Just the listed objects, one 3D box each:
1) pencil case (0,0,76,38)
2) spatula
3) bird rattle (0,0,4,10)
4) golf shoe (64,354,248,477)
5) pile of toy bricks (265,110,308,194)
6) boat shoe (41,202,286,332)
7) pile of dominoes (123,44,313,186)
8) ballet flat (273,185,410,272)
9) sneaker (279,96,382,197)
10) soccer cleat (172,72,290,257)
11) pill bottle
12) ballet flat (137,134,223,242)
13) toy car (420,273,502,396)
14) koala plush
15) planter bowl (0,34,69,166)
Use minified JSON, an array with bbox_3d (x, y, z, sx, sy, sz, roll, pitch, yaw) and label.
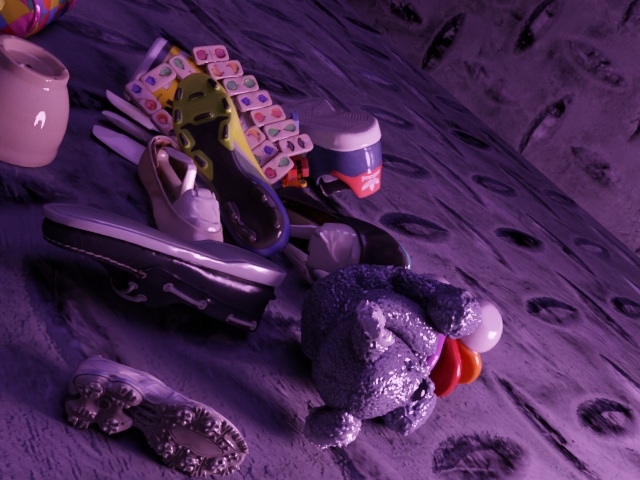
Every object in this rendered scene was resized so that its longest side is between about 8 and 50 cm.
[{"bbox_3d":[-0.458,-0.387,1.518,0.104,0.104,0.236,33,19,-9],"label":"pencil case"},{"bbox_3d":[-0.226,-0.129,1.440,0.242,0.019,0.168,32,19,-21],"label":"spatula"},{"bbox_3d":[-0.528,-0.283,1.210,0.206,0.143,0.253,25,33,4],"label":"bird rattle"},{"bbox_3d":[-0.144,0.152,0.883,0.176,0.069,0.086,31,15,-17],"label":"golf shoe"},{"bbox_3d":[-0.081,-0.133,1.584,0.105,0.118,0.212,-5,42,-5],"label":"pile of toy bricks"},{"bbox_3d":[-0.171,0.036,1.052,0.302,0.091,0.114,19,7,-34],"label":"boat shoe"},{"bbox_3d":[-0.141,-0.189,1.447,0.251,0.040,0.196,48,56,-1],"label":"pile of dominoes"},{"bbox_3d":[0.000,0.000,1.377,0.096,0.095,0.280,-3,22,-44],"label":"ballet flat"},{"bbox_3d":[-0.001,-0.165,1.755,0.131,0.148,0.350,-21,25,-19],"label":"sneaker"},{"bbox_3d":[-0.130,-0.102,1.355,0.289,0.093,0.121,63,-3,16],"label":"soccer cleat"},{"bbox_3d":[-0.197,-0.219,1.529,0.208,0.119,0.119,31,21,-11],"label":"pill bottle"},{"bbox_3d":[-0.178,-0.053,1.251,0.086,0.086,0.248,17,28,-42],"label":"ballet flat"},{"bbox_3d":[0.143,0.138,1.297,0.182,0.159,0.136,27,58,-23],"label":"toy car"},{"bbox_3d":[0.051,0.133,1.086,0.203,0.196,0.221,26,20,6],"label":"koala plush"},{"bbox_3d":[-0.375,-0.182,1.180,0.162,0.109,0.162,32,20,-13],"label":"planter bowl"}]
